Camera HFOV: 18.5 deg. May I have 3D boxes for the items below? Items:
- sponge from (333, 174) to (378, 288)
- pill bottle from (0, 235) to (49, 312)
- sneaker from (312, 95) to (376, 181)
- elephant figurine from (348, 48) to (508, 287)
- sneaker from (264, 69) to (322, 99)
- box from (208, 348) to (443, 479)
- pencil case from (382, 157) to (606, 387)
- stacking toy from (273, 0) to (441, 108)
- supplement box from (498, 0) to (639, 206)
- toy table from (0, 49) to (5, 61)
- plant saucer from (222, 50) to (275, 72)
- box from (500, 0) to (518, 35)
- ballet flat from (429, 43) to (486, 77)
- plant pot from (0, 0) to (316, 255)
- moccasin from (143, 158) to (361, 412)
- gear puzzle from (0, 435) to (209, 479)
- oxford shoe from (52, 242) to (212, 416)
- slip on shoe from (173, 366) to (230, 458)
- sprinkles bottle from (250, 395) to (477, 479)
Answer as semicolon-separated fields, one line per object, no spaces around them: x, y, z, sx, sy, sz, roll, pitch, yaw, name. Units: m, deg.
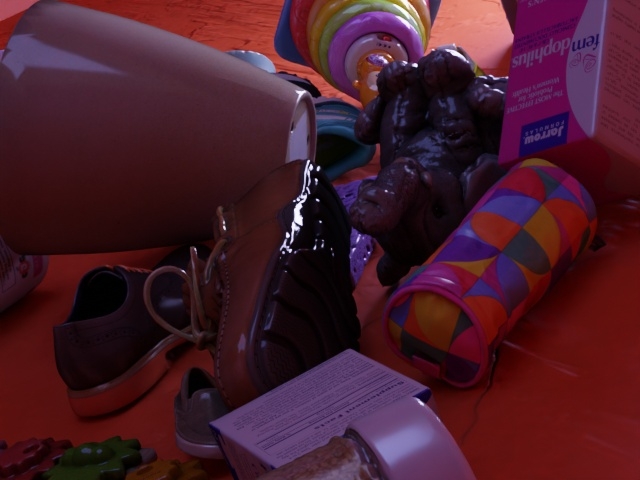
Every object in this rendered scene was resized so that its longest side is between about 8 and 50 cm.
0.000;0.000;1.888;0.117;0.031;0.210;-15;20;21;sponge
-0.429;0.048;2.017;0.160;0.160;0.283;-3;26;43;pill bottle
-0.070;-0.075;2.071;0.275;0.107;0.110;-24;28;-9;sneaker
0.092;-0.034;1.717;0.169;0.186;0.239;-51;22;47;elephant figurine
-0.120;-0.110;2.253;0.271;0.100;0.108;-20;45;-9;sneaker
0.009;0.147;1.408;0.126;0.072;0.137;-27;19;-17;box
0.140;0.025;1.573;0.104;0.104;0.236;-7;22;37;pencil case
0.054;-0.210;2.168;0.175;0.165;0.302;16;24;-12;stacking toy
0.240;-0.152;1.710;0.111;0.114;0.220;-17;57;45;supplement box
-0.444;-0.143;2.490;0.274;0.252;0.161;-20;-1;38;toy table
-0.136;-0.153;2.333;0.195;0.037;0.195;-21;-23;-10;plant saucer
0.374;-0.320;2.201;0.191;0.143;0.381;-30;22;-26;box
0.140;-0.169;2.127;0.077;0.077;0.231;-11;20;13;ballet flat
-0.150;-0.099;1.929;0.274;0.256;0.256;6;26;13;plant pot
-0.055;0.047;1.638;0.147;0.139;0.380;-26;26;12;moccasin
-0.233;0.200;1.566;0.339;0.044;0.175;-6;24;38;gear puzzle
-0.161;0.054;1.806;0.097;0.098;0.271;-14;20;24;oxford shoe
-0.091;0.138;1.569;0.051;0.041;0.135;4;12;-9;slip on shoe
-0.070;0.223;1.207;0.355;0.121;0.121;-26;19;-12;sprinkles bottle
